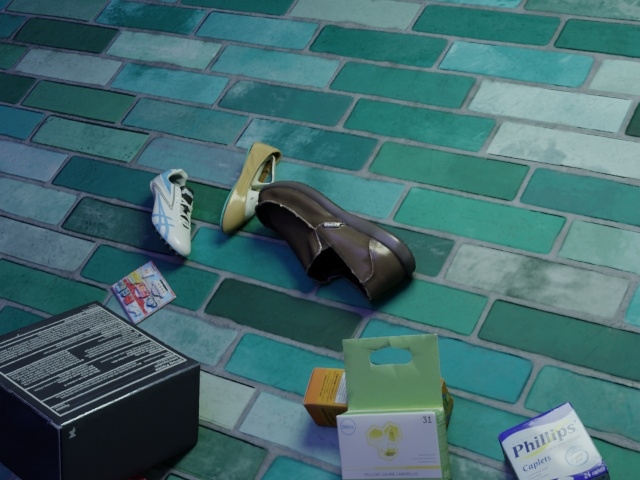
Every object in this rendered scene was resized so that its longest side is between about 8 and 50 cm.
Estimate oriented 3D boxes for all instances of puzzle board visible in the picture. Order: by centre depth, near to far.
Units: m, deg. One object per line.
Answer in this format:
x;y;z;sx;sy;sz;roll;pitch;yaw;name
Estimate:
-0.352;0.101;2.291;0.096;0.011;0.128;-34;47;-7;puzzle board

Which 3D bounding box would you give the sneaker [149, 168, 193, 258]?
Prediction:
-0.294;-0.060;2.349;0.086;0.085;0.237;-33;44;15;sneaker

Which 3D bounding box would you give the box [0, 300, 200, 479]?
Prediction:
-0.410;0.274;1.975;0.294;0.182;0.296;25;32;38;box

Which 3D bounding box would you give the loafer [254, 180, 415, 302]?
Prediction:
0.000;0.000;2.139;0.366;0.134;0.130;25;65;37;loafer

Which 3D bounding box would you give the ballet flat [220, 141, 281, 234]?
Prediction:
-0.137;-0.107;2.333;0.073;0.080;0.232;10;57;12;ballet flat

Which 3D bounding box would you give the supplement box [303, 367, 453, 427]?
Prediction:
0.095;0.267;1.911;0.233;0.078;0.080;-1;52;24;supplement box

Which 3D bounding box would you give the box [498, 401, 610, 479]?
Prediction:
0.353;0.336;1.744;0.126;0.072;0.137;-25;46;1;box

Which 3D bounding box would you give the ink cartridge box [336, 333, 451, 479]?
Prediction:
0.110;0.271;1.822;0.171;0.056;0.235;-6;91;24;ink cartridge box

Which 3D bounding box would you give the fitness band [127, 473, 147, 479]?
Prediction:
-0.373;0.444;1.895;0.209;0.054;0.291;-6;23;-34;fitness band
